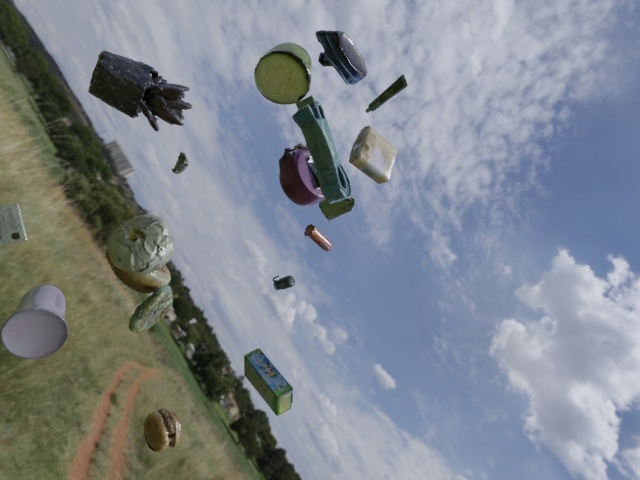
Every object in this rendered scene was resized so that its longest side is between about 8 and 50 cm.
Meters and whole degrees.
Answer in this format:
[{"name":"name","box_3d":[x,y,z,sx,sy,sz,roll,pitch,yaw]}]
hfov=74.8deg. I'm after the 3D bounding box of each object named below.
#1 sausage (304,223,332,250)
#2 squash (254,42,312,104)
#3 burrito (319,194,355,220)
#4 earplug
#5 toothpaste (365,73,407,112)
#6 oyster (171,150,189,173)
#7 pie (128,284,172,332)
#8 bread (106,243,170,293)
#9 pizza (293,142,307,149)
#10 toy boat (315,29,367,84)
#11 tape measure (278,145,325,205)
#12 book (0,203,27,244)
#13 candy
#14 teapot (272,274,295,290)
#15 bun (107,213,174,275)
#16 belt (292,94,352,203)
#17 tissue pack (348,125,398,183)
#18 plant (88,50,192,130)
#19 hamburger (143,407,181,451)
[{"name":"sausage","box_3d":[0.000,0.000,1.454,0.048,0.050,0.145,-16,-39,29]},{"name":"squash","box_3d":[-0.139,-0.628,1.559,0.220,0.220,0.133,92,-2,-54]},{"name":"burrito","box_3d":[0.103,-0.209,2.434,0.229,0.089,0.144,-19,-73,42]},{"name":"earplug","box_3d":[-0.920,0.234,1.385,0.301,0.172,0.172,38,-29,58]},{"name":"toothpaste","box_3d":[0.234,-0.522,1.519,0.204,0.031,0.049,-29,-106,48]},{"name":"oyster","box_3d":[-0.471,-0.266,1.424,0.098,0.037,0.100,-42,-141,35]},{"name":"pie","box_3d":[-0.679,0.281,1.702,0.054,0.240,0.240,35,-26,6]},{"name":"bread","box_3d":[-0.784,0.100,1.788,0.305,0.159,0.305,50,0,0]},{"name":"pizza","box_3d":[-0.041,-0.376,1.939,0.069,0.226,0.147,-43,-109,34]},{"name":"toy boat","box_3d":[0.073,-0.711,1.642,0.142,0.129,0.309,-1,-18,33]},{"name":"tape measure","box_3d":[-0.051,-0.264,1.662,0.149,0.231,0.245,-23,-89,39]},{"name":"book","box_3d":[-1.055,-0.045,1.332,0.014,0.182,0.127,22,-62,60]},{"name":"candy","box_3d":[-0.165,0.439,1.306,0.194,0.062,0.097,36,-46,39]},{"name":"teapot","box_3d":[-0.149,0.169,1.679,0.063,0.083,0.049,40,35,-57]},{"name":"bun","box_3d":[-0.660,0.013,1.531,0.239,0.239,0.141,52,-13,16]},{"name":"belt","box_3d":[0.006,-0.253,1.181,0.072,0.087,0.302,-17,-83,35]},{"name":"tissue pack","box_3d":[0.243,-0.387,1.909,0.222,0.186,0.090,32,-19,-35]},{"name":"plant","box_3d":[-0.625,-0.529,1.478,0.194,0.321,0.181,-40,-131,36]},{"name":"hamburger","box_3d":[-0.704,0.843,1.860,0.191,0.118,0.182,-28,-97,36]}]
